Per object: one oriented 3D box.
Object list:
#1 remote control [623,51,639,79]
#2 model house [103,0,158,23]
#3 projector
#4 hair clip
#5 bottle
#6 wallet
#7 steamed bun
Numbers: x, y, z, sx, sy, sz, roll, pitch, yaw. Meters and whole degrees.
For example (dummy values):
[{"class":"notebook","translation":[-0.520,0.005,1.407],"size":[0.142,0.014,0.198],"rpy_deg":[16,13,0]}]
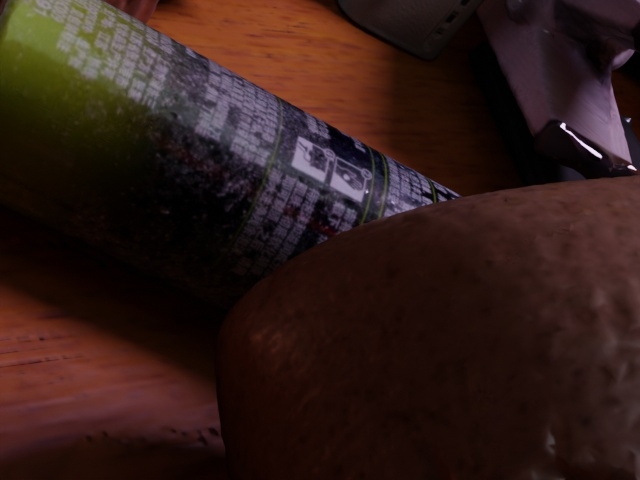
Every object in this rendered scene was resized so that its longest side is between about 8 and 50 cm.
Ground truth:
[{"class":"remote control","translation":[0.374,-0.124,1.148],"size":[0.399,0.062,0.144],"rpy_deg":[28,35,-17]},{"class":"model house","translation":[-0.098,-0.267,0.684],"size":[0.295,0.252,0.329],"rpy_deg":[33,39,-13]},{"class":"projector","translation":[0.063,-0.179,0.874],"size":[0.083,0.082,0.083],"rpy_deg":[23,36,-28]},{"class":"hair clip","translation":[0.156,-0.156,0.886],"size":[0.085,0.101,0.331],"rpy_deg":[21,26,-20]},{"class":"bottle","translation":[0.000,0.000,0.582],"size":[0.330,0.093,0.093],"rpy_deg":[27,35,-20]},{"class":"wallet","translation":[0.179,-0.012,0.843],"size":[0.146,0.030,0.285],"rpy_deg":[26,34,-29]},{"class":"steamed bun","translation":[0.130,0.098,0.447],"size":[0.301,0.199,0.251],"rpy_deg":[10,66,-32]}]
